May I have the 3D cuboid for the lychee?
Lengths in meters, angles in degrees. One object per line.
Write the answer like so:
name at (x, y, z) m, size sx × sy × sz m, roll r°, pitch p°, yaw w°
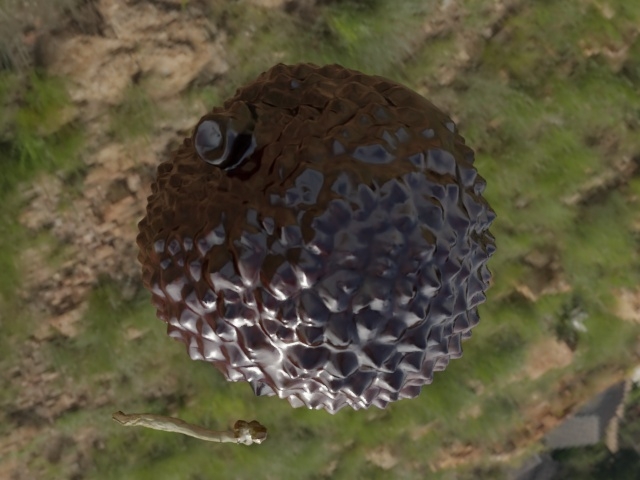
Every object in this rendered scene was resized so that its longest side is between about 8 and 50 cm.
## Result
lychee at (0.000, 0.000, 0.884) m, size 0.306 × 0.306 × 0.330 m, roll -34°, pitch 128°, yaw 4°

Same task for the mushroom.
mushroom at (-0.124, 0.168, 0.950) m, size 0.026 × 0.028 × 0.286 m, roll -27°, pitch -171°, yaw -32°
